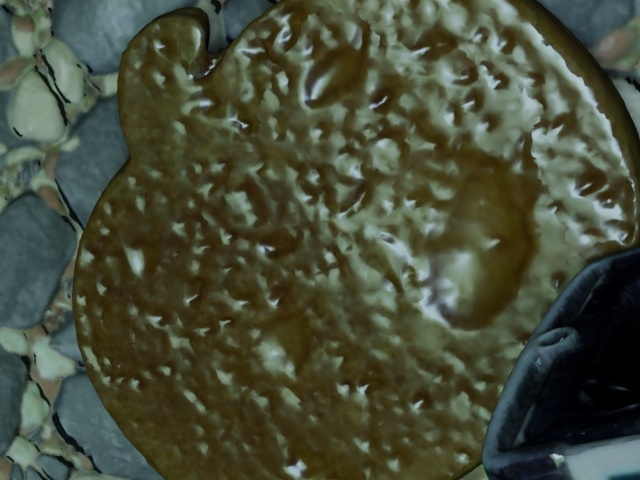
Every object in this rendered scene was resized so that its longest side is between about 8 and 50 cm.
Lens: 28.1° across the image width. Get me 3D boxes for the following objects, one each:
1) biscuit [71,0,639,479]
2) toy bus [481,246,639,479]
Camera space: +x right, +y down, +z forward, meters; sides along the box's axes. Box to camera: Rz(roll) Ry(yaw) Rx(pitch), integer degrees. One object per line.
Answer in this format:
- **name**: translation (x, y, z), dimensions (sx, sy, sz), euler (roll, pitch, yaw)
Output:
- **biscuit**: translation (0.001, 0.000, 0.737), dimensions (0.314, 0.063, 0.367), euler (48, 116, 4)
- **toy bus**: translation (0.312, 0.077, 0.487), dimensions (0.440, 0.209, 0.249), euler (-18, 106, 31)
